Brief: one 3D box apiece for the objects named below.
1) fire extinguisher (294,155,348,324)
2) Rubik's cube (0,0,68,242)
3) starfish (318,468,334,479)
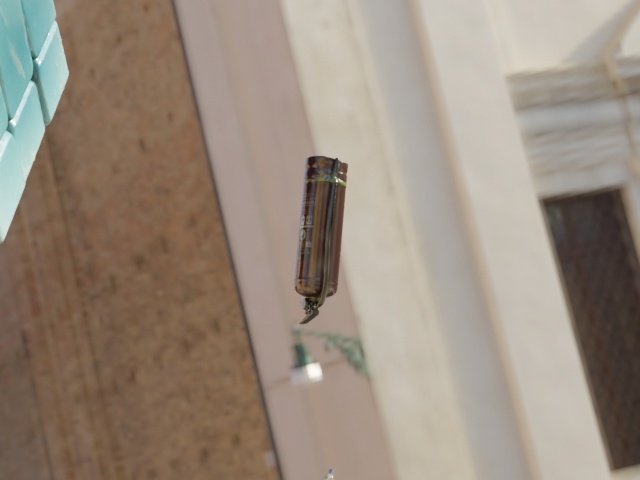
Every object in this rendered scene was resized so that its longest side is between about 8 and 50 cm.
[{"bbox_3d":[0.000,0.000,1.513,0.043,0.158,0.064,7,-8,-21],"label":"fire extinguisher"},{"bbox_3d":[-0.457,-0.205,1.574,0.318,0.316,0.322,-1,-53,7],"label":"Rubik's cube"},{"bbox_3d":[0.040,0.392,1.380,0.383,0.398,0.132,9,41,37],"label":"starfish"}]
